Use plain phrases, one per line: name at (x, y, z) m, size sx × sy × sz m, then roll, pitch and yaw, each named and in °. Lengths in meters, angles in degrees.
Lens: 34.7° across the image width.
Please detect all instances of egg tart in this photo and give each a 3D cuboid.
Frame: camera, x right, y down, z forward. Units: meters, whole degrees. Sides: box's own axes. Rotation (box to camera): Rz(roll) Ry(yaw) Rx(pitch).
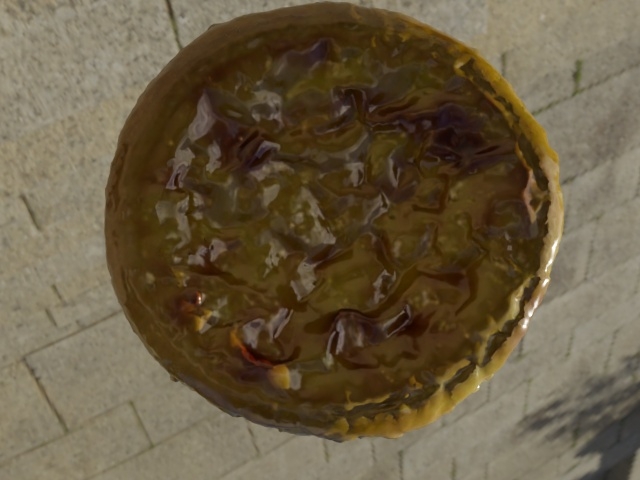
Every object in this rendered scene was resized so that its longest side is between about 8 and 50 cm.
egg tart at (0.000, 0.000, 0.500) m, size 0.202 × 0.203 × 0.147 m, roll -28°, pitch 171°, yaw -12°
